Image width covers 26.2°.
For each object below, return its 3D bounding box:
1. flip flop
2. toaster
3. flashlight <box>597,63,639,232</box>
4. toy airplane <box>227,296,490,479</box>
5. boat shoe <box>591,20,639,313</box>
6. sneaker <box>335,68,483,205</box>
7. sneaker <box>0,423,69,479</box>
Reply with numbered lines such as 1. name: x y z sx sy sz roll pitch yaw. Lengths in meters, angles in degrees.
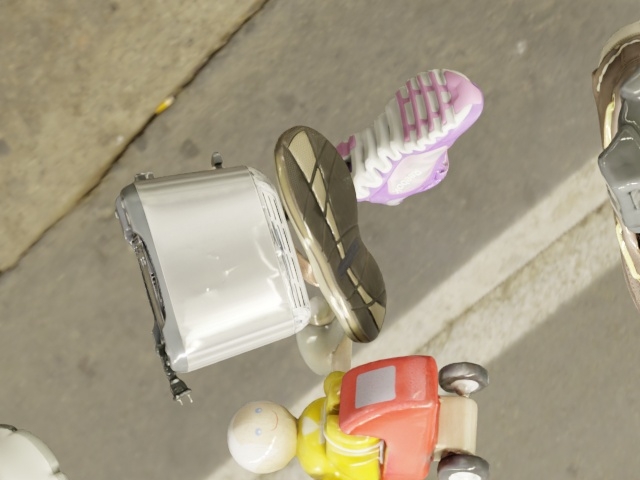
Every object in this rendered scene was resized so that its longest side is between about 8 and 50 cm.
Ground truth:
1. flip flop: 0.000 0.000 1.568 0.080 0.112 0.277 0 128 34
2. toaster: -0.102 0.032 1.336 0.147 0.129 0.226 -16 87 -12
3. flashlight: 0.217 -0.017 0.708 0.103 0.304 0.103 13 78 21
4. toy airplane: 0.011 0.260 1.671 0.273 0.386 0.384 13 102 -16
5. boat shoe: 0.281 -0.004 1.049 0.117 0.096 0.324 -11 114 18
6. sneaker: 0.113 -0.110 1.585 0.105 0.095 0.236 21 142 -30
7. sneaker: -0.127 0.226 0.603 0.297 0.129 0.111 52 148 28
